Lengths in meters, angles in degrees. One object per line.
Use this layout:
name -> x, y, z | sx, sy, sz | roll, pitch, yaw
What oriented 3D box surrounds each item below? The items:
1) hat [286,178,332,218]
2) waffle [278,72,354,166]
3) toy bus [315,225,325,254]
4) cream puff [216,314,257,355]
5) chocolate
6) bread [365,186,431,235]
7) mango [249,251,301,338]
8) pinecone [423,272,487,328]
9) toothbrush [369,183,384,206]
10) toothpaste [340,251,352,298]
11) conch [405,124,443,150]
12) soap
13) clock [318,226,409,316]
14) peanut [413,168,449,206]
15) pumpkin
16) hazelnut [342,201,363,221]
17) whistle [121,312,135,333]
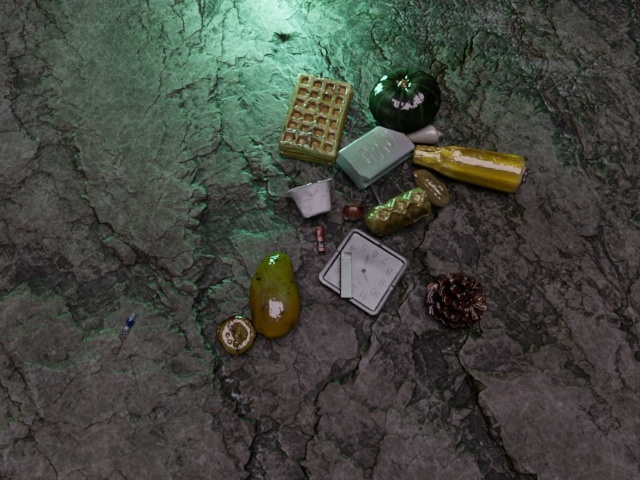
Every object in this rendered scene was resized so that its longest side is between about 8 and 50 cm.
hat -> -0.029, -0.159, 1.810 | 0.203, 0.203, 0.126 | -17, 94, -7
waffle -> -0.016, -0.513, 1.950 | 0.260, 0.114, 0.377 | 13, 71, 1
toy bus -> 0.000, 0.000, 1.808 | 0.031, 0.043, 0.110 | -6, 71, -3
cream puff -> -0.302, 0.345, 1.666 | 0.148, 0.084, 0.149 | 0, 75, -1
chocolate -> 0.598, -0.312, 1.864 | 0.444, 0.162, 0.162 | 14, 72, 5
bread -> 0.302, -0.106, 1.793 | 0.267, 0.152, 0.130 | -25, 53, -6
mango -> -0.169, 0.194, 1.681 | 0.176, 0.175, 0.330 | 12, 64, -45
pinecone -> 0.502, 0.215, 1.663 | 0.221, 0.221, 0.222 | 0, 71, -1
toothbrush -> 0.205, -0.245, 1.904 | 0.030, 0.030, 0.298 | -22, 72, -1
toothpaste -> 0.095, 0.131, 1.718 | 0.043, 0.037, 0.179 | 2, 71, -4
conch -> 0.430, -0.427, 1.938 | 0.176, 0.105, 0.094 | -18, 46, -4
soap -> 0.225, -0.354, 1.884 | 0.289, 0.095, 0.173 | -35, 77, -21
clock -> 0.168, 0.115, 1.770 | 0.273, 0.049, 0.279 | 33, 74, 10
peanut -> 0.454, -0.219, 1.870 | 0.093, 0.083, 0.194 | -33, 74, -12
pumpkin -> 0.355, -0.583, 1.922 | 0.299, 0.207, 0.300 | -7, 51, 8
hazelnut -> 0.130, -0.114, 1.837 | 0.086, 0.086, 0.087 | 0, 71, -1
whistle -> -0.712, 0.307, 1.700 | 0.033, 0.029, 0.083 | 20, 79, 22
